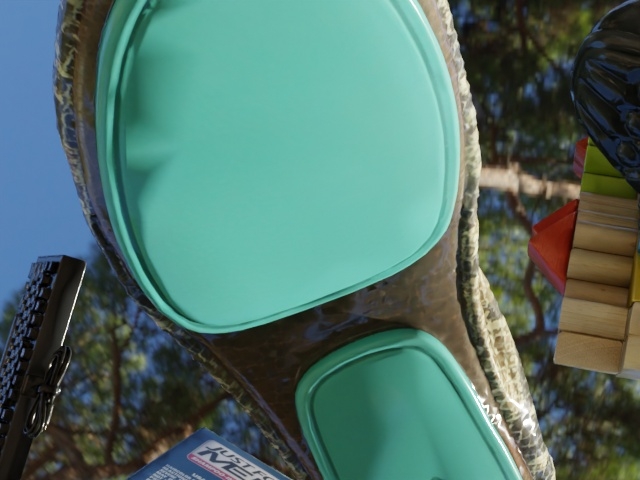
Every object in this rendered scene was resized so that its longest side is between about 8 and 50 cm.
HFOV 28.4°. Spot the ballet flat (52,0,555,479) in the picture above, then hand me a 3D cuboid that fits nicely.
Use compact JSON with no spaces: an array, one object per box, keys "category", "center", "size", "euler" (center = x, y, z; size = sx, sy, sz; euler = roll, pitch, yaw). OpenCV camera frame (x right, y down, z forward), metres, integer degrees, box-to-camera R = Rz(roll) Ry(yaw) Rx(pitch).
[{"category":"ballet flat","center":[0.000,0.000,0.597],"size":[0.164,0.483,0.182],"euler":[-22,-135,3]}]

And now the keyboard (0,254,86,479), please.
[{"category":"keyboard","center":[-0.201,0.096,0.854],"size":[0.023,0.108,0.180],"euler":[20,-101,-31]}]

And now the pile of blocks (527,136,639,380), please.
[{"category":"pile of blocks","center":[0.210,-0.030,0.894],"size":[0.112,0.149,0.362],"euler":[9,-151,11]}]

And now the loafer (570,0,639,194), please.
[{"category":"loafer","center":[0.179,-0.015,0.355],"size":[0.223,0.076,0.078],"euler":[27,-121,16]}]

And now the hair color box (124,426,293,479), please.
[{"category":"hair color box","center":[-0.136,0.257,0.757],"size":[0.105,0.347,0.174],"euler":[28,-71,15]}]
